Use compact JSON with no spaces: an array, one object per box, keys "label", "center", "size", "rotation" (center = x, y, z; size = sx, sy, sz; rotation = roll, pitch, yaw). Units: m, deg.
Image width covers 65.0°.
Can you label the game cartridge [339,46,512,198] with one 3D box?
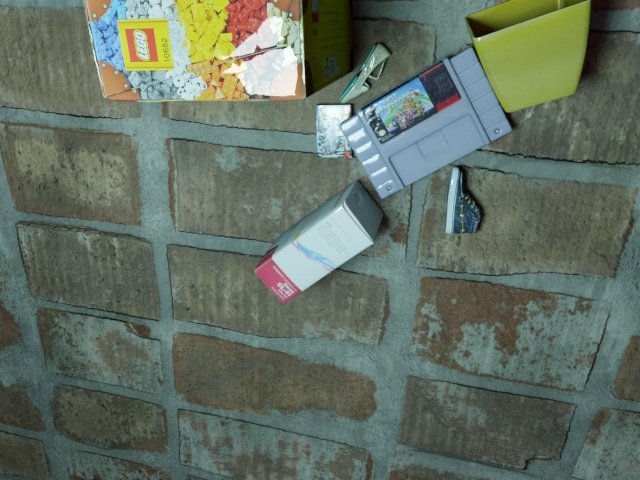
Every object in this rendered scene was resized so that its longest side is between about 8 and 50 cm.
[{"label":"game cartridge","center":[0.249,-0.280,1.224],"size":[0.355,0.068,0.230],"rotation":[-28,110,19]}]

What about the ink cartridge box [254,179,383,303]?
[{"label":"ink cartridge box","center":[0.000,0.000,1.324],"size":[0.306,0.226,0.131],"rotation":[-34,102,24]}]

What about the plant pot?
[{"label":"plant pot","center":[0.442,-0.400,1.070],"size":[0.213,0.212,0.187],"rotation":[-13,122,18]}]

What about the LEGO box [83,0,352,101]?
[{"label":"LEGO box","center":[-0.154,-0.417,1.033],"size":[0.373,0.500,0.192],"rotation":[3,114,12]}]

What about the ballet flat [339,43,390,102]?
[{"label":"ballet flat","center":[0.109,-0.396,1.225],"size":[0.053,0.057,0.168],"rotation":[31,117,-11]}]

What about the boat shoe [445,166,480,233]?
[{"label":"boat shoe","center":[0.367,-0.101,1.286],"size":[0.083,0.065,0.183],"rotation":[2,119,10]}]

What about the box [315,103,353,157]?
[{"label":"box","center":[0.037,-0.284,1.304],"size":[0.094,0.027,0.136],"rotation":[2,113,12]}]
